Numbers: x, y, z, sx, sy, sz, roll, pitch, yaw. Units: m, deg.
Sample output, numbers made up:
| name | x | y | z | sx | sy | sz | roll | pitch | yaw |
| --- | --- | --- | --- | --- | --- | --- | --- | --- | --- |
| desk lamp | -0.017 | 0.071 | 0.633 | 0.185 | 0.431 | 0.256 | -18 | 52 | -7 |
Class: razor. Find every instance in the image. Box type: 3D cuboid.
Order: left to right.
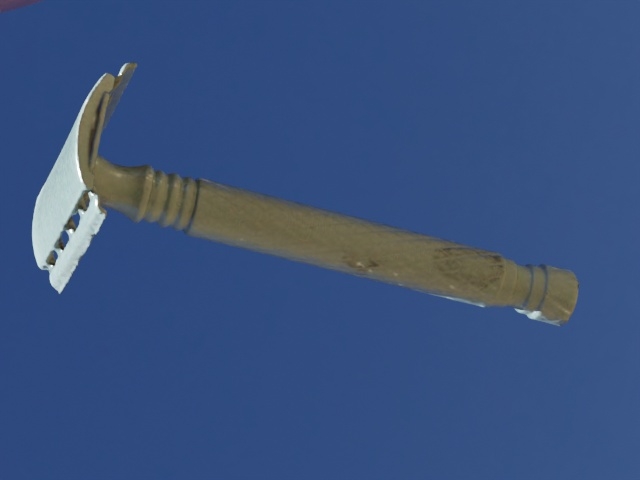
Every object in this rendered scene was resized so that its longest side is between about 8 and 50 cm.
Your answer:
| name | x | y | z | sx | sy | sz | roll | pitch | yaw |
| --- | --- | --- | --- | --- | --- | --- | --- | --- | --- |
| razor | 0.000 | 0.000 | 0.744 | 0.232 | 0.106 | 0.068 | 14 | -111 | -13 |

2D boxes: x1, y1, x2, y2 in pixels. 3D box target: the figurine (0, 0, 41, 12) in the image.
| name | x | y | z | sx | sy | sz | roll | pitch | yaw |
| --- | --- | --- | --- | --- | --- | --- | --- | --- | --- |
| figurine | -0.160 | -0.207 | 0.806 | 0.261 | 0.269 | 0.211 | -24 | -92 | -13 |
